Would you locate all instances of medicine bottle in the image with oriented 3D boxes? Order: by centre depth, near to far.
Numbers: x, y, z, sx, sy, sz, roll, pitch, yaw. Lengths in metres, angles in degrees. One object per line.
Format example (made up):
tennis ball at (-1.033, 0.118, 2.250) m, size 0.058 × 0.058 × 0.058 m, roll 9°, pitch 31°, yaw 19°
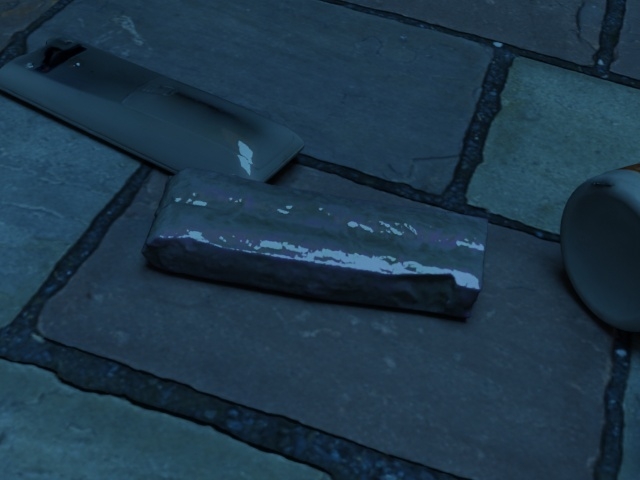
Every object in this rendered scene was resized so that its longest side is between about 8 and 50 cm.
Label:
medicine bottle at (0.350, -0.016, 0.901) m, size 0.252 × 0.144 × 0.144 m, roll -16°, pitch 47°, yaw -28°

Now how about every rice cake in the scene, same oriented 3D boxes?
rice cake at (0.001, 0.001, 0.882) m, size 0.298 × 0.050 × 0.106 m, roll 10°, pitch 41°, yaw 0°

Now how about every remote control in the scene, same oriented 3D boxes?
remote control at (-0.170, -0.136, 1.003) m, size 0.313 × 0.055 × 0.109 m, roll 25°, pitch 43°, yaw 18°
